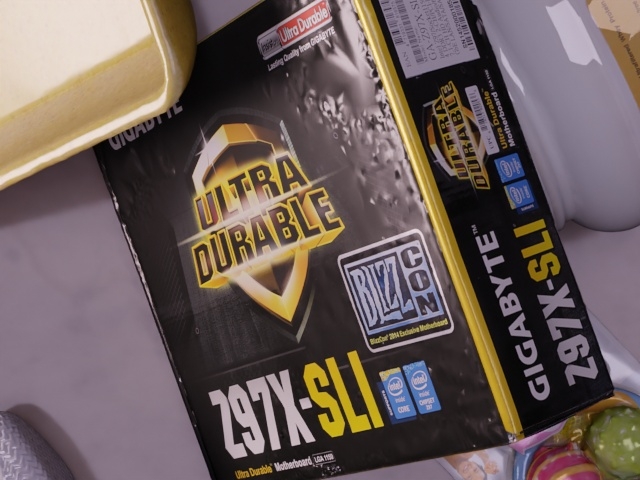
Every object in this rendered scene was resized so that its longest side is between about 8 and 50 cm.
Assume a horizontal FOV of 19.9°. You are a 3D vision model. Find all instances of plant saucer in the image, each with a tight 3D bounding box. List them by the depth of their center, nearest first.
[{"bbox_3d":[-0.210,-0.193,1.069,0.332,0.081,0.333,-20,88,43],"label":"plant saucer"}]

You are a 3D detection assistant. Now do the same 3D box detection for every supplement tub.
[{"bbox_3d":[0.199,-0.145,1.059,0.316,0.228,0.228,-28,88,0],"label":"supplement tub"}]

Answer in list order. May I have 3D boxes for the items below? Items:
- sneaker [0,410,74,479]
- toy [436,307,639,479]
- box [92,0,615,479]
[{"bbox_3d":[-0.186,0.251,1.118,0.153,0.101,0.269,-30,83,0],"label":"sneaker"},{"bbox_3d":[0.162,0.134,1.137,0.137,0.056,0.237,-44,89,1],"label":"toy"},{"bbox_3d":[0.000,0.000,1.018,0.079,0.322,0.257,-21,90,-33],"label":"box"}]
